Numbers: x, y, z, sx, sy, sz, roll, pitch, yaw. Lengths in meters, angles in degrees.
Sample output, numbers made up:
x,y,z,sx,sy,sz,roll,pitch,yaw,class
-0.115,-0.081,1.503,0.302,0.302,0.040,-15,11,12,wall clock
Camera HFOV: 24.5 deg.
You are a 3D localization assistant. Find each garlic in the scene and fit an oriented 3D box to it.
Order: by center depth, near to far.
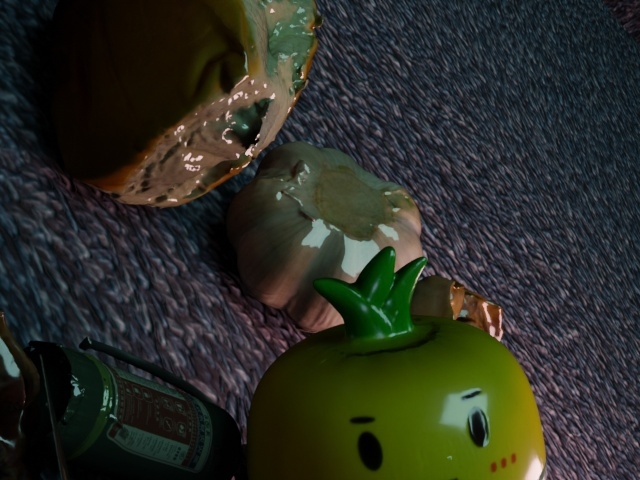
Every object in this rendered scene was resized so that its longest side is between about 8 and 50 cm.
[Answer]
x,y,z,sx,sy,sz,roll,pitch,yaw,class
0.001,0.004,1.610,0.228,0.152,0.228,13,58,-21,garlic

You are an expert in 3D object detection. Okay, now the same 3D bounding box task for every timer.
x,y,z,sx,sy,sz,roll,pitch,yaw,class
0.058,0.136,1.270,0.285,0.285,0.285,42,32,-33,timer

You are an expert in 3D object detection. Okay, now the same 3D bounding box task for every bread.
x,y,z,sx,sy,sz,roll,pitch,yaw,class
-0.132,-0.177,1.450,0.225,0.250,0.279,35,38,-47,bread

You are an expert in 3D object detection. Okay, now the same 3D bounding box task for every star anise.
x,y,z,sx,sy,sz,roll,pitch,yaw,class
-0.245,0.162,1.028,0.126,0.190,0.220,-6,63,-18,star anise

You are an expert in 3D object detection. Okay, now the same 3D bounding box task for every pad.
x,y,z,sx,sy,sz,roll,pitch,yaw,class
-0.183,0.200,1.086,0.211,0.003,0.143,89,-14,-47,pad

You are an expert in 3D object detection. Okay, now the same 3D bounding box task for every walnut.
x,y,z,sx,sy,sz,roll,pitch,yaw,class
0.129,0.138,1.707,0.204,0.141,0.238,-56,141,-47,walnut

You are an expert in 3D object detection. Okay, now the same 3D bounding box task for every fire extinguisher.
x,y,z,sx,sy,sz,roll,pitch,yaw,class
-0.140,0.167,1.264,0.294,0.093,0.118,29,44,-47,fire extinguisher
